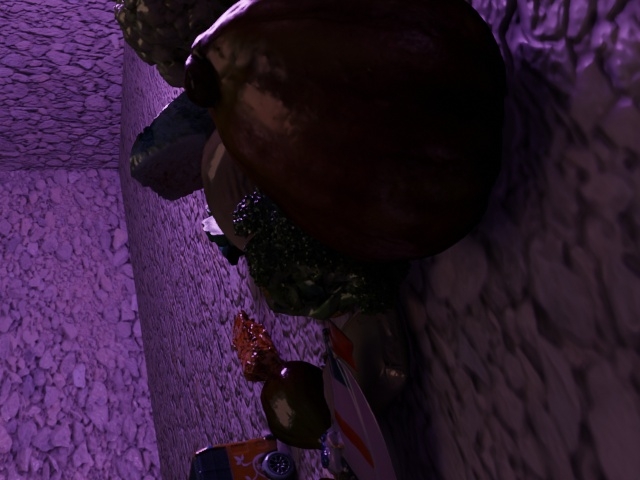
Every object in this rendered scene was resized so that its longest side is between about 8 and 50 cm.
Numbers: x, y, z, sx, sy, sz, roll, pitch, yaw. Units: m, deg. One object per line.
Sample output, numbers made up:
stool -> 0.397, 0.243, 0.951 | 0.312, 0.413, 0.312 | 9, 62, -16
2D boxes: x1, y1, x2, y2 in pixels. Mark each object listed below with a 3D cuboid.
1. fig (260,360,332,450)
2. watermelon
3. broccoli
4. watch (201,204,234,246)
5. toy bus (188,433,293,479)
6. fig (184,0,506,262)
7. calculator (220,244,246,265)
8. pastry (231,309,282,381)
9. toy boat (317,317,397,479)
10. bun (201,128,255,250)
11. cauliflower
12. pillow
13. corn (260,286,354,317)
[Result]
fig -> -0.017, 0.225, 0.962 | 0.155, 0.103, 0.109 | 49, 176, 43
watermelon -> -0.160, -0.134, 0.951 | 0.081, 0.094, 0.180 | 21, 78, 28
broccoli -> 0.000, 0.000, 0.764 | 0.195, 0.195, 0.156 | -128, 35, -57
watch -> -0.096, -0.085, 1.024 | 0.131, 0.165, 0.152 | -129, 24, -53
toy bus -> -0.109, 0.455, 1.144 | 0.138, 0.167, 0.275 | 106, 152, -42
fig -> 0.032, -0.104, 0.602 | 0.263, 0.224, 0.224 | 43, 159, -6
calculator -> -0.152, -0.121, 1.329 | 0.274, 0.058, 0.248 | 121, 140, -55
pastry -> -0.108, 0.182, 1.261 | 0.169, 0.063, 0.087 | -126, 46, -64
toy boat -> 0.056, 0.247, 0.764 | 0.219, 0.072, 0.318 | 47, 142, 45
bun -> -0.051, -0.077, 0.919 | 0.128, 0.178, 0.193 | -92, -7, -66
cauliflower -> -0.140, -0.324, 1.020 | 0.281, 0.327, 0.260 | -12, 98, 26
pillow -> 0.045, 0.145, 0.833 | 0.208, 0.053, 0.119 | 117, 144, -52
corn -> -0.017, 0.061, 0.958 | 0.238, 0.080, 0.080 | 179, 88, -67
